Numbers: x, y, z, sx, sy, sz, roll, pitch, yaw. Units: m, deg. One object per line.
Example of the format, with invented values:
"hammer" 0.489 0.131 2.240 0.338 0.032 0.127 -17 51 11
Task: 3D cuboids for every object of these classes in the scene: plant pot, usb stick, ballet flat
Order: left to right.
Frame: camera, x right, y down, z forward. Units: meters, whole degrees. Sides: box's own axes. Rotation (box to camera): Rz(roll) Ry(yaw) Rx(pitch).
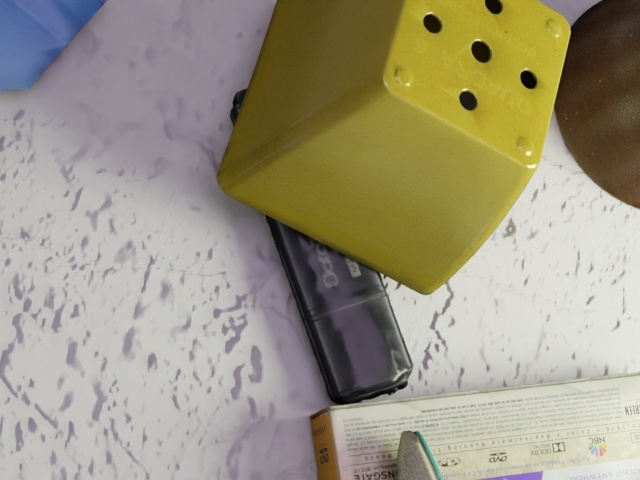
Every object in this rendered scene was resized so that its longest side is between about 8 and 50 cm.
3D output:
"usb stick" 0.000 0.000 1.307 0.077 0.045 0.278 -18 83 -15
"plant pot" 0.076 -0.114 1.246 0.212 0.187 0.212 27 61 -20
"ballet flat" 0.086 0.228 1.207 0.052 0.057 0.168 -24 83 -10
"plant pot" 0.342 -0.152 1.342 0.215 0.230 0.215 4 77 -15

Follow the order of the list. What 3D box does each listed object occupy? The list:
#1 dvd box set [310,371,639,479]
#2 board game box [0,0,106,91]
"dvd box set" 0.170 0.326 1.268 0.308 0.062 0.420 -6 78 -17
"board game box" -0.257 -0.199 1.289 0.133 0.033 0.168 39 77 -5
